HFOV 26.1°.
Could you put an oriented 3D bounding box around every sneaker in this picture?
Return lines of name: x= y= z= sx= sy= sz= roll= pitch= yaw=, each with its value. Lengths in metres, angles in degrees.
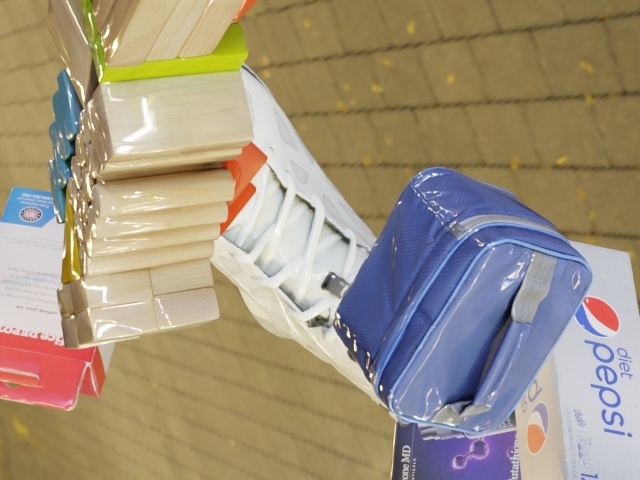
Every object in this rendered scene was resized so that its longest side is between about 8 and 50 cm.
sneaker: x=0.001 y=-0.001 z=1.146 sx=0.257 sy=0.169 sz=0.447 roll=30 pitch=169 yaw=38

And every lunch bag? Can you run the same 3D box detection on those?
lunch bag: x=0.054 y=0.030 z=0.544 sx=0.098 sy=0.067 sz=0.065 roll=-63 pitch=35 yaw=19

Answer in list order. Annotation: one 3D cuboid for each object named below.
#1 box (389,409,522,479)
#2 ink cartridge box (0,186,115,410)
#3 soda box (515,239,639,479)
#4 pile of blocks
box: x=0.187 y=0.246 z=1.623 sx=0.108 sy=0.207 sz=0.153 roll=16 pitch=-103 yaw=-84
ink cartridge box: x=-0.268 y=0.069 z=1.364 sx=0.078 sy=0.134 sz=0.231 roll=91 pitch=-170 yaw=-58
soda box: x=0.234 y=0.135 z=1.244 sx=0.091 sy=0.098 sz=0.286 roll=116 pitch=161 yaw=-47
pile of blocks: x=-0.091 y=-0.078 z=0.821 sx=0.362 sy=0.112 sz=0.149 roll=107 pitch=146 yaw=-44
